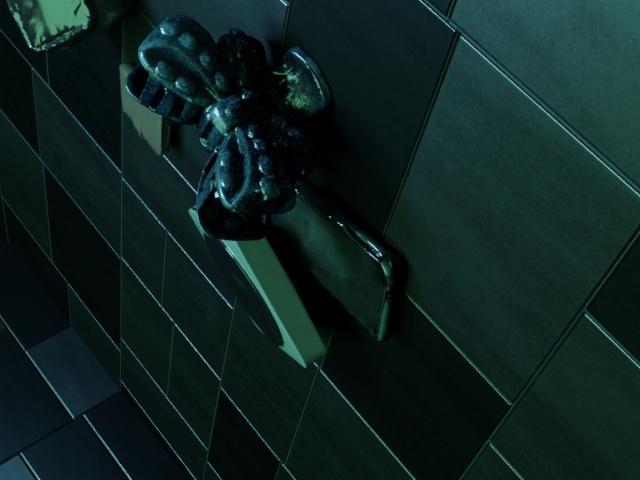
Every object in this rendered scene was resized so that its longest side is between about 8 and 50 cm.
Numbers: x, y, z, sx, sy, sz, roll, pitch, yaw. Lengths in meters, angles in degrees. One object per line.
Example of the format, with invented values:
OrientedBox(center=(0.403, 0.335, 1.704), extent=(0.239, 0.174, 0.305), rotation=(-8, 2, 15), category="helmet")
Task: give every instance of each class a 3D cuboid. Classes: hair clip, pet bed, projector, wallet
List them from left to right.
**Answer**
OrientedBox(center=(-0.421, -0.434, 1.628), extent=(0.183, 0.159, 0.211), rotation=(-18, 104, 34), category="pet bed")
OrientedBox(center=(-0.309, -0.232, 1.741), extent=(0.152, 0.039, 0.118), rotation=(50, 148, 25), category="wallet")
OrientedBox(center=(-0.112, -0.162, 1.325), extent=(0.310, 0.206, 0.194), rotation=(61, 146, 8), category="hair clip")
OrientedBox(center=(-0.098, 0.058, 1.594), extent=(0.259, 0.079, 0.257), rotation=(63, 166, -20), category="projector")
OrientedBox(center=(0.000, 0.000, 1.459), extent=(0.318, 0.045, 0.172), rotation=(40, 149, 30), category="wallet")
